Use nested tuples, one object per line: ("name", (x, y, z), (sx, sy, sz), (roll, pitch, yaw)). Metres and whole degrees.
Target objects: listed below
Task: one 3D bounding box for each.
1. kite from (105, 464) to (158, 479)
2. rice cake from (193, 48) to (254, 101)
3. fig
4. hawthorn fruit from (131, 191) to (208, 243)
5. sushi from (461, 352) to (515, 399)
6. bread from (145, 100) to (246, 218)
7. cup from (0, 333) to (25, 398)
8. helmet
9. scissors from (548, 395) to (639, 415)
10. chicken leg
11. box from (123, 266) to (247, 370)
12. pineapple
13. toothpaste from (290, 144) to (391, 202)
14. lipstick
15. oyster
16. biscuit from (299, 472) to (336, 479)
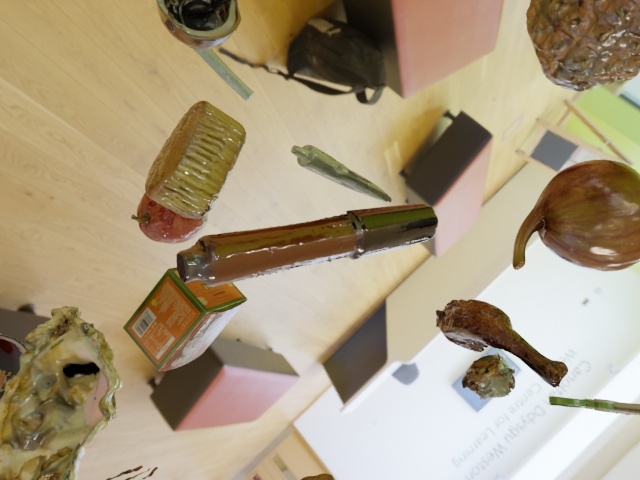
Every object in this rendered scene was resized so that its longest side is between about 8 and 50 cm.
("kite", (-0.467, 0.531, 1.073), (0.141, 0.015, 0.245), (-10, 179, 39))
("rice cake", (-0.311, -0.544, 1.626), (0.042, 0.245, 0.045), (-41, -173, 26))
("fig", (0.392, -0.038, 0.786), (0.207, 0.175, 0.175), (-4, 162, 10))
("hawthorn fruit", (-0.473, -0.083, 1.566), (0.253, 0.205, 0.205), (-21, 150, -46))
("sushi", (0.410, 0.318, 1.206), (0.097, 0.103, 0.226), (-45, 162, 24))
("bread", (-0.285, -0.184, 1.154), (0.227, 0.142, 0.253), (3, -111, 62))
("cup", (-0.686, 0.196, 0.896), (0.203, 0.288, 0.203), (-40, 141, -42))
("helmet", (-0.311, -0.571, 1.284), (0.198, 0.224, 0.130), (-37, 180, -20))
("scissors", (0.572, 0.334, 1.028), (0.101, 0.027, 0.204), (14, 163, -30))
("chicken leg", (0.408, 0.231, 1.239), (0.096, 0.158, 0.407), (-29, -160, -20))
("box", (-0.305, 0.171, 1.175), (0.195, 0.148, 0.177), (-49, 166, 17))
("pineapple", (0.341, -0.247, 0.444), (0.170, 0.141, 0.310), (2, 169, -36))
("toothpaste", (0.035, -0.111, 0.856), (0.233, 0.060, 0.038), (20, 102, -45))
("lipstick", (0.000, 0.000, 0.748), (0.418, 0.077, 0.077), (-11, 145, -30))
("oyster", (-0.392, 0.244, 0.787), (0.201, 0.354, 0.107), (-22, 138, 11))
("biscuit", (-0.051, 0.588, 1.045), (0.295, 0.186, 0.044), (-44, -155, 16))
